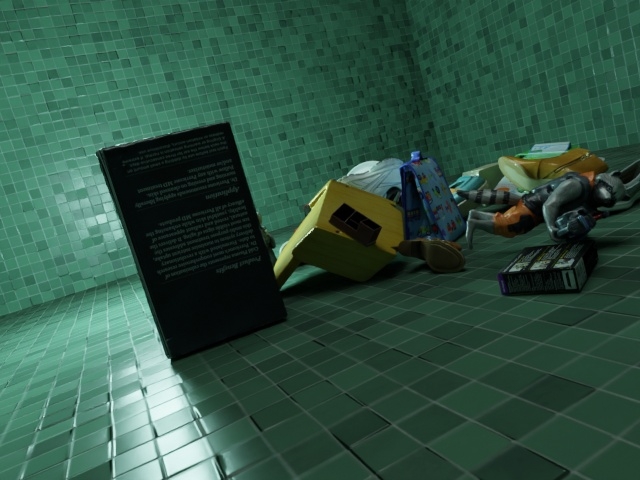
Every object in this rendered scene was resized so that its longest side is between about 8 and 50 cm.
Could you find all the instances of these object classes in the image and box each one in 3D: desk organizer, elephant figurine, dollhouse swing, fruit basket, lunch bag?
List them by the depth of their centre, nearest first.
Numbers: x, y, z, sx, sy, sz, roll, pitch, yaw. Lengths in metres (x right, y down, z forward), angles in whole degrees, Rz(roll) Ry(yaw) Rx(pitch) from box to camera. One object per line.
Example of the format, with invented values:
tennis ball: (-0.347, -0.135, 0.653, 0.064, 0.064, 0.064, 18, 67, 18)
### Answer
desk organizer: (0.089, -0.042, 1.219, 0.130, 0.050, 0.047, 35, 32, 24)
dollhouse swing: (0.042, 0.035, 1.424, 0.315, 0.305, 0.347, 19, 28, -3)
lunch bag: (0.337, -0.136, 1.492, 0.138, 0.293, 0.221, -10, 9, 35)
elephant figurine: (-0.224, 0.014, 1.728, 0.186, 0.239, 0.169, -11, 9, 29)
fruit basket: (0.812, -0.233, 1.732, 0.327, 0.165, 0.353, 4, 29, 42)

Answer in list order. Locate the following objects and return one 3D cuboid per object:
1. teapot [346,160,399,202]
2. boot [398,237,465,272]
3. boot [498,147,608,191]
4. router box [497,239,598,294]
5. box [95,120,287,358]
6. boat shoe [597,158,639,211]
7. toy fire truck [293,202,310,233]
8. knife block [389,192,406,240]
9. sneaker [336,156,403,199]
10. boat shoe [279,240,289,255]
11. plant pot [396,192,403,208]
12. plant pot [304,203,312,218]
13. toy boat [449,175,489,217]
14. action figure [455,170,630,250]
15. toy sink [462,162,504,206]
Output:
teapot: (0.225, -0.190, 1.986, 0.252, 0.256, 0.187, 9, -24, 29)
boot: (0.315, 0.028, 1.206, 0.152, 0.073, 0.197, 0, 14, -39)
boot: (0.779, -0.250, 1.608, 0.211, 0.104, 0.295, -37, 49, -11)
router box: (0.429, 0.049, 0.894, 0.133, 0.046, 0.179, -9, 9, 42)
box: (-0.332, -0.012, 1.253, 0.297, 0.472, 0.480, -16, 7, -16)
boat shoe: (0.820, -0.147, 1.319, 0.320, 0.103, 0.118, -18, 8, -22)
toy fire truck: (0.023, -0.102, 2.479, 0.302, 0.169, 0.254, -17, -11, -22)
knife block: (0.210, -0.093, 1.628, 0.276, 0.242, 0.088, -18, 7, -14)
sneaker: (0.148, -0.160, 1.558, 0.297, 0.129, 0.111, -24, -17, 10)
boat shoe: (-0.002, -0.004, 1.855, 0.340, 0.127, 0.113, -24, 12, -39)
plant pot: (0.404, -0.154, 2.064, 0.165, 0.167, 0.167, -1, 14, 30)
plant pot: (0.035, -0.053, 1.709, 0.187, 0.188, 0.167, -17, 32, -16)
toy boat: (0.467, -0.156, 1.827, 0.267, 0.148, 0.318, -37, 10, -24)
action figure: (0.470, -0.073, 1.014, 0.330, 0.178, 0.341, -16, -8, 19)
toy sink: (0.704, -0.238, 2.043, 0.234, 0.153, 0.131, -22, 10, -34)
